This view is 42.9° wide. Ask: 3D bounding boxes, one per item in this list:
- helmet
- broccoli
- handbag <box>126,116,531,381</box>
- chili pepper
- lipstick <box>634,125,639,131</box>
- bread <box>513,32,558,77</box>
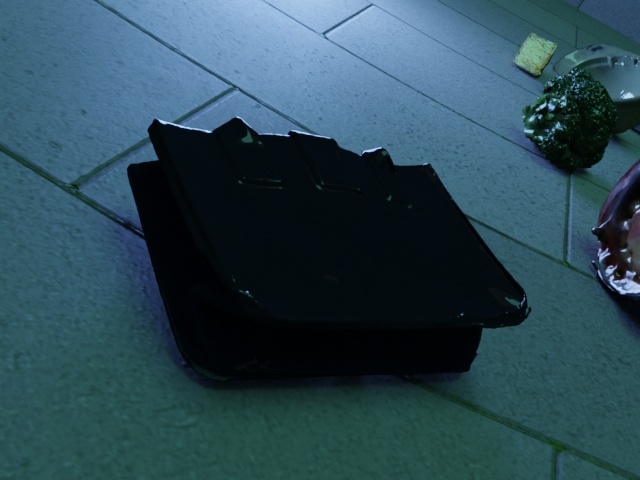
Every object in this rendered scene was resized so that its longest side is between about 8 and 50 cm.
[{"bbox_3d":[0.640,-0.315,1.800,0.204,0.137,0.257,-25,40,-10],"label":"helmet"},{"bbox_3d":[0.447,-0.208,1.453,0.195,0.156,0.195,35,48,-50],"label":"broccoli"},{"bbox_3d":[0.000,0.000,0.741,0.325,0.118,0.269,7,43,-37],"label":"handbag"},{"bbox_3d":[0.545,0.031,1.128,0.305,0.229,0.251,28,-3,-29],"label":"chili pepper"},{"bbox_3d":[0.828,-0.267,1.942,0.317,0.066,0.068,33,30,12],"label":"lipstick"},{"bbox_3d":[0.505,-0.441,1.929,0.084,0.080,0.109,31,26,7],"label":"bread"}]
